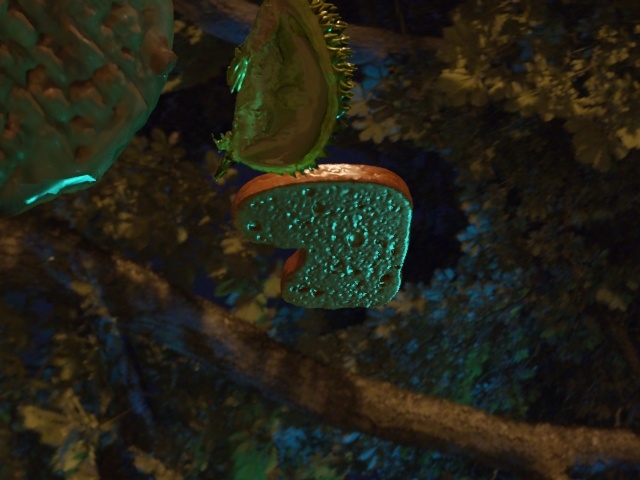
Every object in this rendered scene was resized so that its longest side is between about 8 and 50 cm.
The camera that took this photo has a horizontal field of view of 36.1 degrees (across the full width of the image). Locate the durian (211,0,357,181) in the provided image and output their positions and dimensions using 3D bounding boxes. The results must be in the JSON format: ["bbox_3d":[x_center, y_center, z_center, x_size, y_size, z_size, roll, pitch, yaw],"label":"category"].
[{"bbox_3d":[-0.025,-0.111,0.767,0.100,0.086,0.215,20,-47,-3],"label":"durian"}]

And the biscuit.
[{"bbox_3d":[0.000,0.000,1.011,0.186,0.036,0.192,-5,-47,-11],"label":"biscuit"}]

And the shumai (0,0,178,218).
[{"bbox_3d":[-0.295,-0.163,0.678,0.262,0.314,0.267,13,-99,50],"label":"shumai"}]
